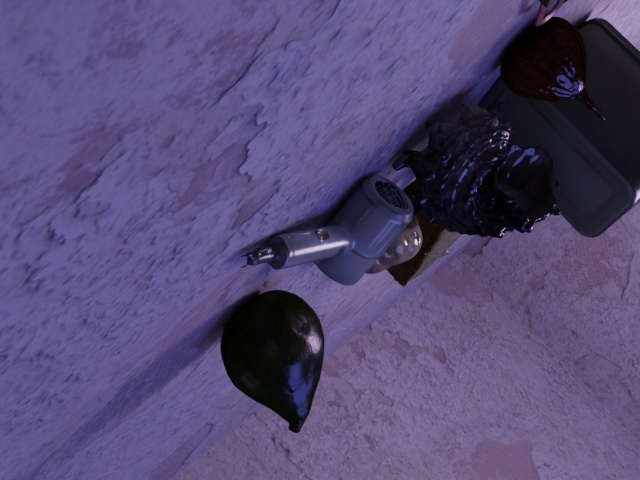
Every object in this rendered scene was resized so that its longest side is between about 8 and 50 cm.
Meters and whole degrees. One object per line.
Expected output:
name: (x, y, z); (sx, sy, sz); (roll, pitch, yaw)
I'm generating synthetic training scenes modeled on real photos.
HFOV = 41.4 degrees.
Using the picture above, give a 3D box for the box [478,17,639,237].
box: (0.529, -0.225, 1.632); (0.344, 0.352, 0.177); (-31, 165, -38)

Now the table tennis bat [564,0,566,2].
table tennis bat: (0.426, -0.423, 1.400); (0.050, 0.007, 0.083); (-30, 165, -46)

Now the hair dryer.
hair dryer: (0.000, 0.000, 1.315); (0.357, 0.107, 0.173); (-14, 148, -55)

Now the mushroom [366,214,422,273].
mushroom: (0.119, -0.004, 1.640); (0.154, 0.122, 0.154); (-19, -159, 7)

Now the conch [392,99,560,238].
conch: (0.279, -0.120, 1.461); (0.241, 0.313, 0.186); (-67, -162, 10)

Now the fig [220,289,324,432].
fig: (-0.066, 0.212, 1.483); (0.195, 0.245, 0.195); (-28, 177, -2)

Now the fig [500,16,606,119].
fig: (0.402, -0.268, 1.420); (0.146, 0.201, 0.134); (-37, 178, 4)

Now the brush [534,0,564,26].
brush: (0.341, -0.370, 1.212); (0.103, 0.047, 0.233); (-42, 170, -3)

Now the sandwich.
sandwich: (0.252, -0.047, 1.891); (0.262, 0.131, 0.325); (-37, 165, -34)
